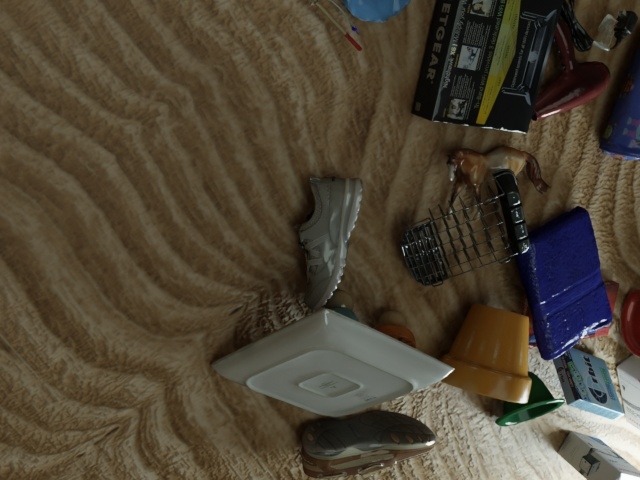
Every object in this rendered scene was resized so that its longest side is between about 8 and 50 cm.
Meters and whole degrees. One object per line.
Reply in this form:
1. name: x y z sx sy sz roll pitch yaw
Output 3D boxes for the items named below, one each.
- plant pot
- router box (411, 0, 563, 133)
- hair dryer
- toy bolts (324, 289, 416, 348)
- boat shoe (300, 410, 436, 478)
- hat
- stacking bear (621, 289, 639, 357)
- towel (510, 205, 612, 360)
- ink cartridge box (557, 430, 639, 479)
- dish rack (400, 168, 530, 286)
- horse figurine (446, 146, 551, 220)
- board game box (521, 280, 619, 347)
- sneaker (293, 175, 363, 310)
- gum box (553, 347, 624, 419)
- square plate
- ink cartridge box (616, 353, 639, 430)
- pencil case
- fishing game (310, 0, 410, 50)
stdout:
1. plant pot: 0.382 0.245 1.729 0.205 0.205 0.187 16 86 -31
2. router box: 0.329 -0.375 1.502 0.243 0.081 0.308 3 109 -28
3. hair dryer: 0.514 -0.383 1.614 0.224 0.080 0.293 20 95 -15
4. toy bolts: 0.063 0.209 1.606 0.218 0.158 0.228 -22 139 34
5. boat shoe: 0.103 0.463 1.719 0.325 0.123 0.116 2 116 -20
6. hat: 0.495 0.340 1.914 0.173 0.183 0.208 -3 151 -27
7. stacking bear: 0.938 0.233 2.017 0.289 0.175 0.164 6 106 -36
8. towel: 0.560 0.098 1.799 0.228 0.076 0.308 -26 110 -23
9. ink cartridge box: 0.751 0.602 2.046 0.140 0.191 0.082 21 100 -32
10. dish rack: 0.301 -0.014 1.612 0.272 0.074 0.208 -21 131 5
11. horse figurine: 0.366 -0.134 1.631 0.263 0.066 0.174 -13 121 -19
12. board game box: 0.613 0.182 1.904 0.281 0.027 0.145 -5 111 -25
13. sneaker: 0.000 0.000 1.502 0.115 0.105 0.281 14 108 0
14. gum box: 0.666 0.353 1.927 0.184 0.157 0.041 22 134 -32
15. square plate: 0.021 0.261 1.499 0.344 0.049 0.347 28 139 -32
16. ink cartridge box: 0.895 0.428 2.066 0.092 0.158 0.217 -31 120 -14
17. pencil case: 0.728 -0.322 1.699 0.133 0.119 0.306 16 104 -8
18. fishing game: 0.091 -0.482 1.367 0.189 0.041 0.264 39 82 -33
